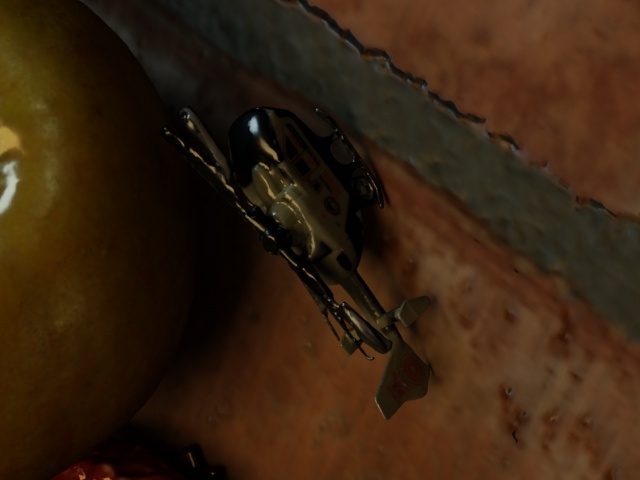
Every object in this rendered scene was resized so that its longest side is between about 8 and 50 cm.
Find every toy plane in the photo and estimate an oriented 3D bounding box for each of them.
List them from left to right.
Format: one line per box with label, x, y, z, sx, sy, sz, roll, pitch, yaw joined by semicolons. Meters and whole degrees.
toy plane;0.000;0.000;0.602;0.031;0.049;0.120;-32;97;40

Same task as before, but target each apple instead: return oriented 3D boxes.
apple;-0.125;-0.006;0.619;0.182;0.182;0.155;61;157;10

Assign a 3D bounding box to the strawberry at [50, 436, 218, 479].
strawberry;-0.103;0.134;0.700;0.188;0.082;0.121;6;108;36
